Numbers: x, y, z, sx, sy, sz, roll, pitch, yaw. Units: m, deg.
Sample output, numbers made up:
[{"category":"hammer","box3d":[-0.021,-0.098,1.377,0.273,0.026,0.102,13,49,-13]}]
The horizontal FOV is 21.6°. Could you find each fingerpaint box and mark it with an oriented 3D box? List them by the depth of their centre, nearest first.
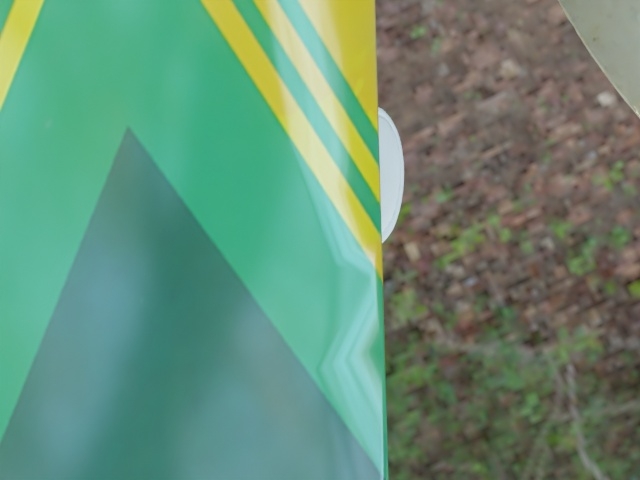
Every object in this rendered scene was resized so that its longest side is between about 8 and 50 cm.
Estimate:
[{"category":"fingerpaint box","box3d":[-0.169,-0.049,0.577,0.163,0.445,0.371,-17,118,-30]}]

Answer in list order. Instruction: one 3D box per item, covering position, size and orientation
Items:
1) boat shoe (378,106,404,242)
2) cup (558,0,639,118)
[{"category":"boat shoe","box3d":[-0.003,-0.003,1.568,0.091,0.305,0.109,-11,133,37]},{"category":"cup","box3d":[0.264,-0.176,0.623,0.331,0.331,0.237,-4,160,-35]}]
